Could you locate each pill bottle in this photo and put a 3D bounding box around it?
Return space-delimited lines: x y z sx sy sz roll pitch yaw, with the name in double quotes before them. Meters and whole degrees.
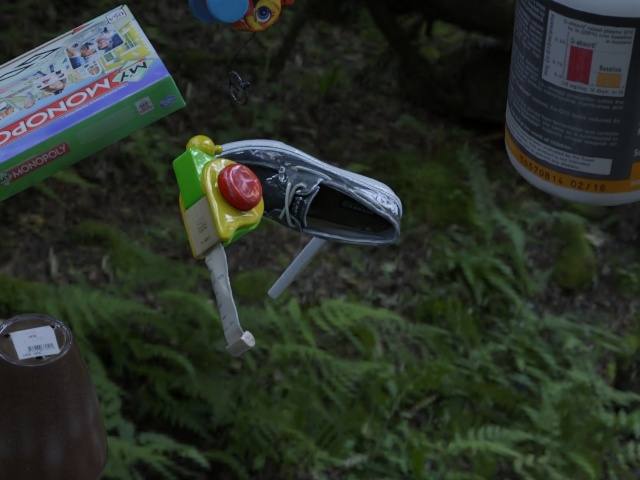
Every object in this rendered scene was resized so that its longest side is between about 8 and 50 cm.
"pill bottle" 0.239 -0.178 0.914 0.162 0.278 0.162 -2 43 2

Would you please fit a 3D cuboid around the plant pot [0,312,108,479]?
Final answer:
"plant pot" -0.406 0.224 1.585 0.215 0.230 0.215 7 37 -5

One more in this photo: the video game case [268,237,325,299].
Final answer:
"video game case" 0.000 0.000 2.249 0.026 0.227 0.206 41 36 1

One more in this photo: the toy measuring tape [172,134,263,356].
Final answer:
"toy measuring tape" -0.119 0.001 1.543 0.121 0.121 0.330 -7 67 -28

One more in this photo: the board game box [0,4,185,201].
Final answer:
"board game box" -0.324 -0.137 1.237 0.317 0.046 0.213 -28 38 -6

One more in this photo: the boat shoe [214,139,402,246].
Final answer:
"boat shoe" -0.026 -0.072 1.731 0.335 0.121 0.119 11 21 -10

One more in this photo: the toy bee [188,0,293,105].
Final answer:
"toy bee" -0.136 -0.406 1.850 0.162 0.298 0.195 -32 45 -21
